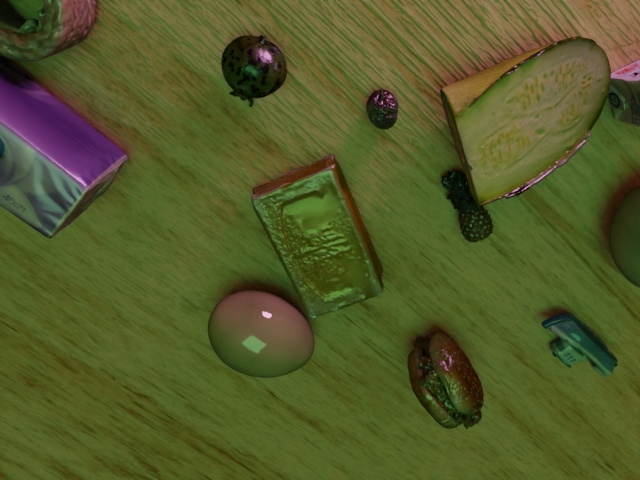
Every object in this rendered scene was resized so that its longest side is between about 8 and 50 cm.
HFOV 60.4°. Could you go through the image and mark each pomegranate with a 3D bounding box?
[{"bbox_3d":[-0.130,-0.310,1.031,0.122,0.122,0.161,22,141,-10],"label":"pomegranate"}]

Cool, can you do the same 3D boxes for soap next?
[{"bbox_3d":[0.000,0.000,1.174,0.199,0.091,0.315,-19,112,10],"label":"soap"}]

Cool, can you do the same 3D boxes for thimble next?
[{"bbox_3d":[-0.524,-0.427,0.956,0.229,0.148,0.196,16,115,-5],"label":"thimble"}]

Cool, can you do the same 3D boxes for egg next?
[{"bbox_3d":[0.690,-0.011,1.114,0.186,0.186,0.253,-5,119,2],"label":"egg"},{"bbox_3d":[-0.128,0.206,1.212,0.241,0.186,0.186,21,113,-18],"label":"egg"}]

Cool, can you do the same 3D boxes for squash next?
[{"bbox_3d":[0.399,-0.231,1.007,0.309,0.210,0.234,-18,120,13],"label":"squash"}]

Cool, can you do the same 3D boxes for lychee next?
[{"bbox_3d":[0.122,-0.256,1.070,0.067,0.068,0.083,-34,138,-30],"label":"lychee"}]

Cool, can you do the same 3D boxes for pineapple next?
[{"bbox_3d":[0.306,-0.076,1.154,0.074,0.074,0.159,-26,104,11],"label":"pineapple"}]

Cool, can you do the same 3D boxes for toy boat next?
[{"bbox_3d":[0.592,0.250,1.285,0.215,0.088,0.102,39,112,-17],"label":"toy boat"}]

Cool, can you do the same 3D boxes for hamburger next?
[{"bbox_3d":[0.298,0.320,1.259,0.122,0.189,0.215,-34,98,22],"label":"hamburger"}]

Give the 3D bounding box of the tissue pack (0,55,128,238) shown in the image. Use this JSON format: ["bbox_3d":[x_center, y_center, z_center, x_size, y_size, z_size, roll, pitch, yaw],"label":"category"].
[{"bbox_3d":[-0.548,-0.186,1.008,0.338,0.242,0.160,39,108,-16],"label":"tissue pack"}]

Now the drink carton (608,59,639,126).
[{"bbox_3d":[0.623,-0.255,0.937,0.130,0.315,0.107,-23,108,10],"label":"drink carton"}]
